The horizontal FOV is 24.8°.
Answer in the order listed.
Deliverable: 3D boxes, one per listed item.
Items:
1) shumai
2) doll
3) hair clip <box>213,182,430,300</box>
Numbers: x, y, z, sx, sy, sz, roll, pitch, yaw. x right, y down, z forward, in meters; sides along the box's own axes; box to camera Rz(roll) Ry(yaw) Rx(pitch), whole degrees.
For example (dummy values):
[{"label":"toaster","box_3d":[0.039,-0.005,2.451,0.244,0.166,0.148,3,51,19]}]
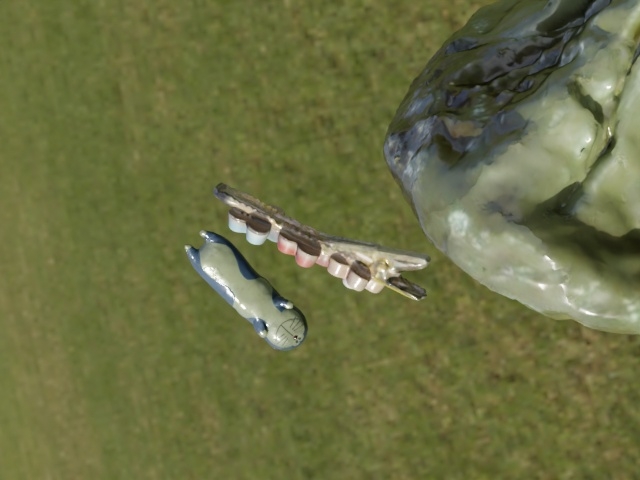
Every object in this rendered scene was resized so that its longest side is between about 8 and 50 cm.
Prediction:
[{"label":"shumai","box_3d":[0.249,-0.141,1.086,0.397,0.324,0.323,-61,-7,-54]},{"label":"doll","box_3d":[-0.056,0.039,1.123,0.125,0.037,0.027,45,179,-22]},{"label":"hair clip","box_3d":[-0.001,0.006,1.310,0.062,0.214,0.056,-43,-31,-62]}]
